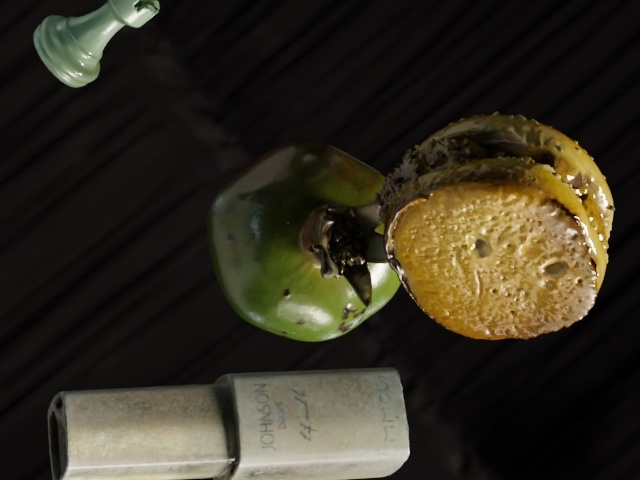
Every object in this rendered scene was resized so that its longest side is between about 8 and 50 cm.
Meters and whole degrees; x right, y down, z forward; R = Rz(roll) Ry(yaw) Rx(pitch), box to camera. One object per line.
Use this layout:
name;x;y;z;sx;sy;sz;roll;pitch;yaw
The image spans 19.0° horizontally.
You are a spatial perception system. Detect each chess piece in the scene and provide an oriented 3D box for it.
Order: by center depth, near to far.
chess piece;-0.187;-0.183;1.632;0.067;0.103;0.067;44;26;-28

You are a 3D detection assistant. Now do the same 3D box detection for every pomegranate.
pomegranate;0.000;0.000;1.660;0.181;0.181;0.224;52;-18;-11

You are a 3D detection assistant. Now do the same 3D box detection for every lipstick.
lipstick;-0.066;0.138;1.382;0.077;0.252;0.079;133;-48;-62

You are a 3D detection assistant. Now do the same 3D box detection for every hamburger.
hamburger;0.136;-0.015;1.522;0.118;0.191;0.182;-70;164;-49
